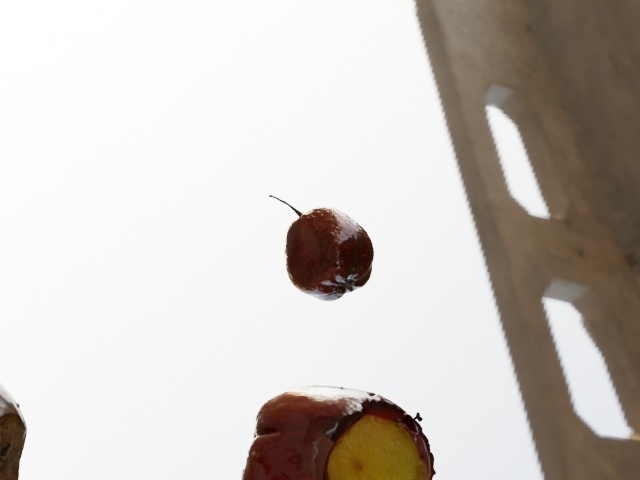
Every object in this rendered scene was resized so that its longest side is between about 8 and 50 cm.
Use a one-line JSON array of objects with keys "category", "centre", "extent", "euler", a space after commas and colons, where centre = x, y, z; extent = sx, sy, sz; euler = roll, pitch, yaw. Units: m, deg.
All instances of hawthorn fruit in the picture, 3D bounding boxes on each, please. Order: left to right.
[{"category": "hawthorn fruit", "centre": [0.000, 0.000, 2.117], "extent": [0.162, 0.163, 0.203], "euler": [-47, -123, 36]}]

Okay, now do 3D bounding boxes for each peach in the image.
[{"category": "peach", "centre": [0.026, 0.260, 1.435], "extent": [0.190, 0.226, 0.196], "euler": [-79, -179, -55]}]

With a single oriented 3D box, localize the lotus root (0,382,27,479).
[{"category": "lotus root", "centre": [-0.471, 0.190, 1.389], "extent": [0.291, 0.193, 0.193], "euler": [23, -80, 21]}]
